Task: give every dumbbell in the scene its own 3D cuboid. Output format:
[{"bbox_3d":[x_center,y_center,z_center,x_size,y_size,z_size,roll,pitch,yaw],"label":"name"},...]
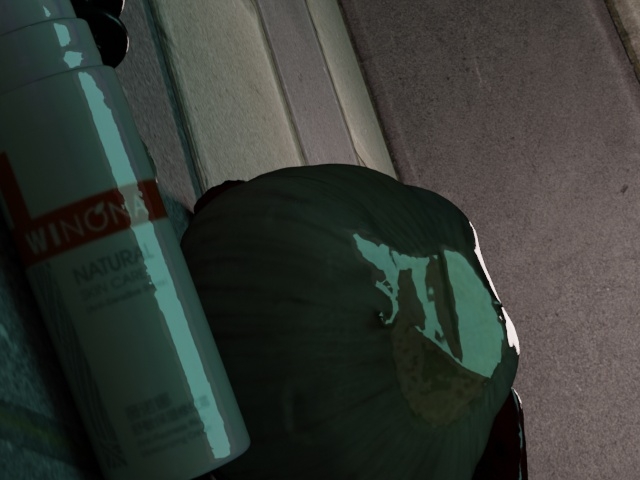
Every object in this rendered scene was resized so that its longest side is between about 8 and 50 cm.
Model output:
[{"bbox_3d":[-0.189,-0.175,1.103,0.069,0.069,0.147,60,13,-46],"label":"dumbbell"}]

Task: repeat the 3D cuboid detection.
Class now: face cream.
[{"bbox_3d":[-0.147,-0.013,0.880,0.102,0.102,0.346,-26,94,-81],"label":"face cream"}]

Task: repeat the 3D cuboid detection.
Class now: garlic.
[{"bbox_3d":[0.005,0.078,1.095,0.317,0.259,0.318,18,62,-39],"label":"garlic"}]

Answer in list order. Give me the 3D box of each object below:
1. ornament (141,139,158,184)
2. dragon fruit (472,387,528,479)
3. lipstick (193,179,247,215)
[{"bbox_3d":[-0.145,-0.008,0.981,0.075,0.081,0.156,-36,-114,54],"label":"ornament"},{"bbox_3d":[0.042,0.317,1.194,0.302,0.240,0.330,99,7,-47],"label":"dragon fruit"},{"bbox_3d":[-0.056,0.061,1.323,0.080,0.080,0.241,47,24,-67],"label":"lipstick"}]
